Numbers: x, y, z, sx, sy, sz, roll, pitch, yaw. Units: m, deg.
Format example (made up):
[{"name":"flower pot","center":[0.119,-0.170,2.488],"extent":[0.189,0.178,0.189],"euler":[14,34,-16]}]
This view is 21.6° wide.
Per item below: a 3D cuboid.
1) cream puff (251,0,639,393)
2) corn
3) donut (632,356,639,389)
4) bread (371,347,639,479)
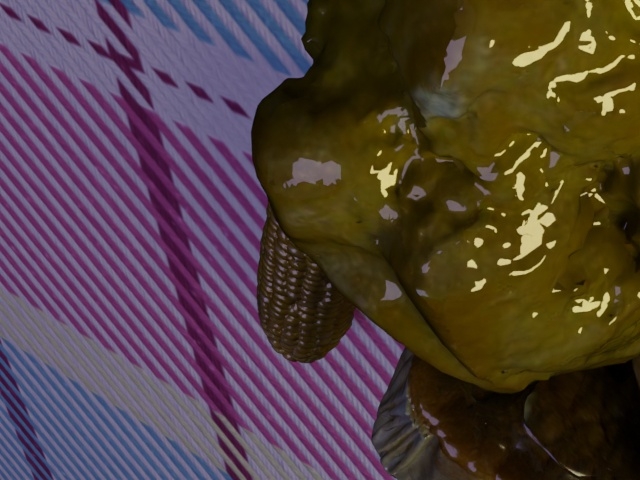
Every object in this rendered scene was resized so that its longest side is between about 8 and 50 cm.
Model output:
[{"name":"cream puff","center":[0.152,-0.063,0.769],"extent":[0.274,0.323,0.270],"euler":[7,110,41]},{"name":"corn","center":[0.000,0.000,1.292],"extent":[0.101,0.101,0.292],"euler":[37,146,21]},{"name":"donut","center":[0.337,0.109,0.911],"extent":[0.360,0.170,0.360],"euler":[33,141,32]},{"name":"bread","center":[0.154,0.091,1.080],"extent":[0.192,0.210,0.110],"euler":[35,157,4]}]
